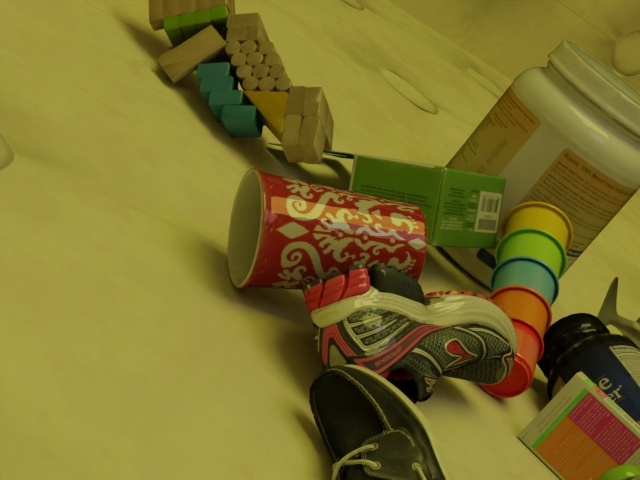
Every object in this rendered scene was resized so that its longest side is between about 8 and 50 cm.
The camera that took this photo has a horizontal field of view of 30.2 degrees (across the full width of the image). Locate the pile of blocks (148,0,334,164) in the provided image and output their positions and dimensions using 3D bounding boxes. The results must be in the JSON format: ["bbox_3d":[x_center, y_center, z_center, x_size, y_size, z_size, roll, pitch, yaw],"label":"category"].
[{"bbox_3d":[-0.106,-0.203,1.501,0.362,0.149,0.112,56,-5,29],"label":"pile of blocks"}]

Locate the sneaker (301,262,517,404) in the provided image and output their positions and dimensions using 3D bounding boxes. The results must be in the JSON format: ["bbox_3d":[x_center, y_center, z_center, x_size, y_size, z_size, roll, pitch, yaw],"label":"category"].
[{"bbox_3d":[0.090,0.110,1.142,0.299,0.121,0.112,16,58,-48],"label":"sneaker"}]

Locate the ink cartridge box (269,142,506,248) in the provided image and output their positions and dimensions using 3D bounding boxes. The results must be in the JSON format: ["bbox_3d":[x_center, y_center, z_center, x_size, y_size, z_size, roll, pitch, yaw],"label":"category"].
[{"bbox_3d":[0.082,-0.058,1.524,0.255,0.097,0.189,11,4,32],"label":"ink cartridge box"}]

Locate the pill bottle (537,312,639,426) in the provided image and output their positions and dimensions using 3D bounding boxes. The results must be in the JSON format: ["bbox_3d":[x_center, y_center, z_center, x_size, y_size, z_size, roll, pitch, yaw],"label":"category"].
[{"bbox_3d":[0.335,0.185,1.353,0.123,0.123,0.219,24,22,-34],"label":"pill bottle"}]

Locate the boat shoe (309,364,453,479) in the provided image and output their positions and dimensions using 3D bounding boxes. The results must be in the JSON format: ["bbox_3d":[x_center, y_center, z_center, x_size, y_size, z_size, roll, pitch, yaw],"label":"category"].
[{"bbox_3d":[0.048,0.182,0.918,0.079,0.084,0.233,19,30,-44],"label":"boat shoe"}]

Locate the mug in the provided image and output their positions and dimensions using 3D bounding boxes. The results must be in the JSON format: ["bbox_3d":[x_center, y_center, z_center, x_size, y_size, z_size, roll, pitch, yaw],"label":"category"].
[{"bbox_3d":[0.003,-0.008,1.152,0.169,0.113,0.150,7,18,-18],"label":"mug"}]

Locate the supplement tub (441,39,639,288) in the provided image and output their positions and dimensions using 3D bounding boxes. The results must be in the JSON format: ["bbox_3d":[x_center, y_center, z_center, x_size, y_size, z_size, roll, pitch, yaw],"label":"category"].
[{"bbox_3d":[0.312,-0.096,1.651,0.228,0.316,0.228,33,20,-14],"label":"supplement tub"}]

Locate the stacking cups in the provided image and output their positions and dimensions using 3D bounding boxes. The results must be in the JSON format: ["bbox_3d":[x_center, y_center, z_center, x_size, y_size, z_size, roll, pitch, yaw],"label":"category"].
[{"bbox_3d":[0.248,0.071,1.420,0.096,0.096,0.316,35,34,-8],"label":"stacking cups"}]

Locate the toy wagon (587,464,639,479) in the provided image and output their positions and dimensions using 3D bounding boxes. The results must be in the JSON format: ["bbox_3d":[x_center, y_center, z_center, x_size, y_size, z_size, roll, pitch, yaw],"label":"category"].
[{"bbox_3d":[0.330,0.306,1.028,0.344,0.068,0.267,50,7,-33],"label":"toy wagon"}]

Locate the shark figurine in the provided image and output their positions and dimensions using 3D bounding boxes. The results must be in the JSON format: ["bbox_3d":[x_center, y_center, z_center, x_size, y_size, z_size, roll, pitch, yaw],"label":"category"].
[{"bbox_3d":[0.535,0.160,1.783,0.278,0.116,0.166,43,19,9],"label":"shark figurine"}]

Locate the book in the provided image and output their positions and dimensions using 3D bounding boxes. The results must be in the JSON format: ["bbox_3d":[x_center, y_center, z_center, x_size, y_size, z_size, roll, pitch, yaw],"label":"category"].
[{"bbox_3d":[0.292,0.220,1.238,0.144,0.096,0.035,45,20,19],"label":"book"}]
